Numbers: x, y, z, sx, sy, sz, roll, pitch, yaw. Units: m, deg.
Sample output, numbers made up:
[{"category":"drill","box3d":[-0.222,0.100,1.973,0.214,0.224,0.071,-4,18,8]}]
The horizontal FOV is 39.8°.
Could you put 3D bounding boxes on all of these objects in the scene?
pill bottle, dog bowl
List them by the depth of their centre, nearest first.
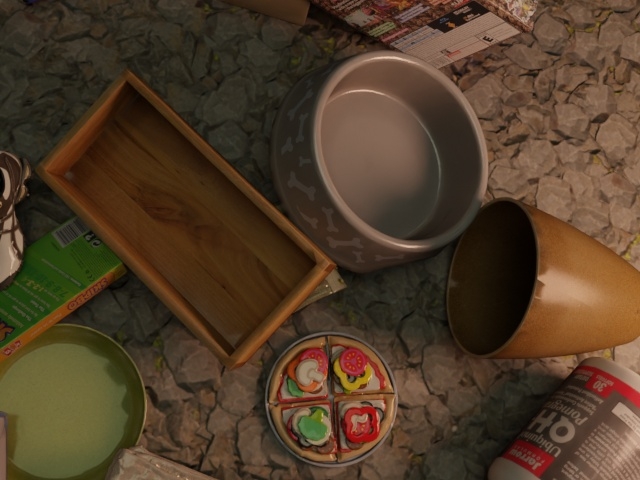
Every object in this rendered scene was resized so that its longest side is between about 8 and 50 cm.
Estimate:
[{"category":"pill bottle","box3d":[0.353,0.334,1.267,0.176,0.176,0.318,45,74,3]},{"category":"dog bowl","box3d":[0.101,-0.124,1.323,0.349,0.102,0.348,6,76,-27]}]

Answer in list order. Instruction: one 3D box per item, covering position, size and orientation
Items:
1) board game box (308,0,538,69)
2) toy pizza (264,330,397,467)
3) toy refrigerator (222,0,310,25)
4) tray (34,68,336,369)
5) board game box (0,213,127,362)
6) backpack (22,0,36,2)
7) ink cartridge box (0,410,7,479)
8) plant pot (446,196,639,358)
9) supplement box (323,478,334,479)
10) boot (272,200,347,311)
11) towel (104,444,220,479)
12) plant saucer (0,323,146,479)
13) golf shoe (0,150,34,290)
[{"category":"board game box","box3d":[0.149,-0.405,1.334,0.291,0.232,0.141,23,71,-29]},{"category":"toy pizza","box3d":[0.018,0.234,1.313,0.201,0.032,0.201,2,77,-8]},{"category":"toy refrigerator","box3d":[-0.138,-0.444,1.415,0.270,0.102,0.094,16,75,-4]},{"category":"tray","box3d":[-0.195,-0.033,1.270,0.411,0.076,0.203,44,94,11]},{"category":"board game box","box3d":[-0.416,0.075,1.260,0.259,0.039,0.124,-36,60,-17]},{"category":"backpack","box3d":[-0.437,-0.452,1.372,0.098,0.101,0.120,-21,77,-20]},{"category":"ink cartridge box","box3d":[-0.617,0.281,1.065,0.396,0.270,0.151,-4,76,-2]},{"category":"plant pot","box3d":[0.356,0.079,1.323,0.254,0.237,0.237,13,75,-21]},{"category":"supplement box","box3d":[-0.014,0.375,1.248,0.083,0.083,0.056,-9,79,-12]},{"category":"boot","box3d":[0.000,0.000,1.345,0.213,0.077,0.165,-30,87,-21]},{"category":"towel","box3d":[-0.244,0.437,1.201,0.187,0.049,0.282,26,77,-11]},{"category":"plant saucer","box3d":[-0.368,0.239,1.250,0.241,0.037,0.241,2,77,-9]},{"category":"golf shoe","box3d":[-0.461,-0.030,1.235,0.077,0.094,0.198,1,83,13]}]
